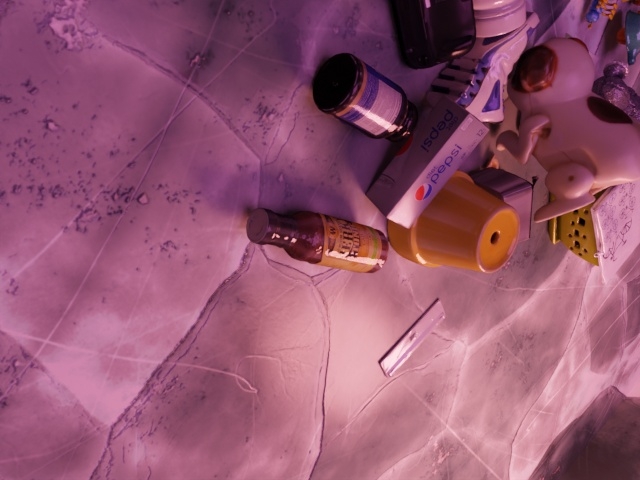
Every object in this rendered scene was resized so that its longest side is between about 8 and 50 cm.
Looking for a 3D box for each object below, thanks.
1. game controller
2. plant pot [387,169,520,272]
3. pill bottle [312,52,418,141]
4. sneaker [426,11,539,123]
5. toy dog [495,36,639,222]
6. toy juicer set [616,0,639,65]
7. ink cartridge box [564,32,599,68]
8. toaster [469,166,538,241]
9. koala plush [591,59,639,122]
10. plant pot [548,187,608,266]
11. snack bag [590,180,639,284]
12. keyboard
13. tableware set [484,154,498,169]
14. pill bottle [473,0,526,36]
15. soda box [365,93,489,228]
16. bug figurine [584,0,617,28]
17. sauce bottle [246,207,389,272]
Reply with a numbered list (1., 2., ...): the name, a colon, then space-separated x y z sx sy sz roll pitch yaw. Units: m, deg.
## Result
1. game controller: 0.227 -0.515 1.248 0.166 0.067 0.319 -21 125 -3
2. plant pot: 0.331 -0.038 1.455 0.254 0.239 0.254 -17 117 -35
3. pill bottle: 0.098 -0.279 1.229 0.219 0.123 0.123 18 96 -44
4. sneaker: 0.395 -0.387 1.454 0.315 0.127 0.182 -50 137 -3
5. toy dog: 0.616 -0.299 1.512 0.284 0.395 0.408 -27 88 -24
6. toy juicer set: 0.953 -0.625 1.839 0.209 0.089 0.329 -28 111 -50
7. ink cartridge box: 0.690 -0.493 1.694 0.209 0.062 0.109 10 102 -43
8. toaster: 0.458 -0.095 1.571 0.110 0.168 0.186 -20 122 -24
9. koala plush: 0.852 -0.405 1.771 0.221 0.203 0.196 36 82 -46
10. plant pot: 0.852 -0.086 1.910 0.227 0.207 0.228 -28 125 -29
11. snack bag: 0.912 -0.067 1.803 0.323 0.037 0.342 -43 130 -20
12. keyboard: 0.259 0.270 1.683 0.256 0.014 0.072 -43 126 -19
13. tableware set: 0.465 -0.149 1.675 0.168 0.020 0.141 39 81 -44
14. pill bottle: 0.356 -0.595 1.291 0.160 0.160 0.283 -38 129 -23
15. soda box: 0.234 -0.172 1.353 0.091 0.098 0.286 21 113 -44
16. bug figurine: 0.732 -0.718 1.627 0.279 0.072 0.216 21 96 -46
17. sauce bottle: 0.000 0.000 1.271 0.344 0.111 0.111 10 101 -44
